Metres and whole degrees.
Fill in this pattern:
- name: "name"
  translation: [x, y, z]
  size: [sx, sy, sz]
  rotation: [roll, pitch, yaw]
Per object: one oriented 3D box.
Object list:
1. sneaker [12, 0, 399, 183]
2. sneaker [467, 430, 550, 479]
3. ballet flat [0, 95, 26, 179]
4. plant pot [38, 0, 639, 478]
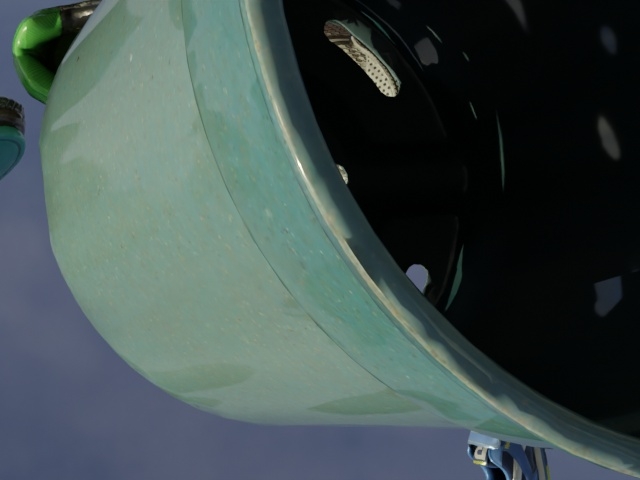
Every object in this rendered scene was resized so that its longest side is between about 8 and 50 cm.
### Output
- name: "sneaker"
  translation: [-0.071, -0.099, 1.033]
  size: [0.343, 0.134, 0.146]
  rotation: [9, -172, 33]
- name: "sneaker"
  translation: [0.159, 0.168, 1.308]
  size: [0.059, 0.053, 0.144]
  rotation: [-14, -86, -20]
- name: "ballet flat"
  translation: [-0.445, 0.002, 1.124]
  size: [0.182, 0.483, 0.164]
  rotation: [53, -170, 18]
- name: "plant pot"
  translation: [0.047, -0.058, 0.640]
  size: [0.341, 0.334, 0.341]
  rotation: [7, -104, -28]
